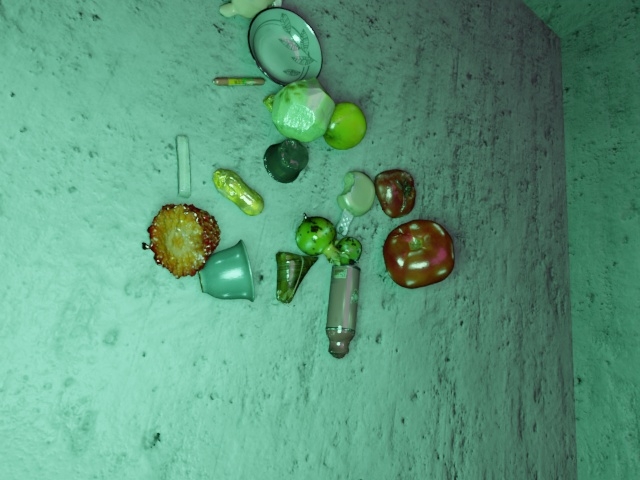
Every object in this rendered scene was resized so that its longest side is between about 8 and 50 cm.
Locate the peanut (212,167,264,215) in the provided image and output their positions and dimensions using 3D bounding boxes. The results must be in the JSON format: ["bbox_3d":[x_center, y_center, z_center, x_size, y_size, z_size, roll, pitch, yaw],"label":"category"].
[{"bbox_3d":[-0.276,-0.162,1.448,0.206,0.087,0.087,42,59,-21],"label":"peanut"}]

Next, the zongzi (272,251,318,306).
[{"bbox_3d":[-0.077,0.139,1.515,0.184,0.084,0.187,10,79,-42],"label":"zongzi"}]

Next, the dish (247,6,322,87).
[{"bbox_3d":[-0.149,-0.718,1.656,0.316,0.106,0.317,3,84,-32],"label":"dish"}]

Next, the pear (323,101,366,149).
[{"bbox_3d":[0.085,-0.450,1.706,0.188,0.187,0.219,58,39,-8],"label":"pear"}]

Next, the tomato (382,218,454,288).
[{"bbox_3d":[0.404,0.066,1.759,0.226,0.298,0.299,68,40,-53],"label":"tomato"}]

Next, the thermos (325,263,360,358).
[{"bbox_3d":[0.078,0.262,1.575,0.109,0.136,0.331,8,71,-3],"label":"thermos"}]

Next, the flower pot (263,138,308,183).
[{"bbox_3d":[-0.116,-0.300,1.579,0.157,0.106,0.158,11,71,-33],"label":"flower pot"}]

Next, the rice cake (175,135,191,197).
[{"bbox_3d":[-0.441,-0.237,1.386,0.047,0.036,0.207,-3,80,-22],"label":"rice cake"}]

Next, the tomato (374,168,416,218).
[{"bbox_3d":[0.344,-0.217,1.874,0.227,0.101,0.228,11,71,-35],"label":"tomato"}]

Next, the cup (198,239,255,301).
[{"bbox_3d":[-0.295,0.107,1.324,0.149,0.199,0.199,-11,84,-18],"label":"cup"}]

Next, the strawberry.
[{"bbox_3d":[-0.387,-0.008,1.293,0.178,0.233,0.234,-25,92,-63],"label":"strawberry"}]

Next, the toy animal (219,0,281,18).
[{"bbox_3d":[-0.243,-0.949,1.623,0.212,0.195,0.257,14,68,-41],"label":"toy animal"}]

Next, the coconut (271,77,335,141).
[{"bbox_3d":[-0.057,-0.479,1.558,0.204,0.235,0.236,19,67,-43],"label":"coconut"}]

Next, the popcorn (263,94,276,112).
[{"bbox_3d":[-0.184,-0.519,1.620,0.059,0.068,0.083,-4,44,-43],"label":"popcorn"}]

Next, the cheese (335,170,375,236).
[{"bbox_3d":[0.125,-0.143,1.716,0.163,0.082,0.287,37,61,-20],"label":"cheese"}]

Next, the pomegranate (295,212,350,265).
[{"bbox_3d":[0.012,-0.002,1.536,0.220,0.156,0.156,26,55,20],"label":"pomegranate"}]

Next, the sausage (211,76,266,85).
[{"bbox_3d":[-0.294,-0.582,1.576,0.223,0.029,0.030,-16,87,-36],"label":"sausage"}]

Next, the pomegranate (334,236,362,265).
[{"bbox_3d":[0.086,0.032,1.634,0.161,0.122,0.122,32,58,8],"label":"pomegranate"}]
